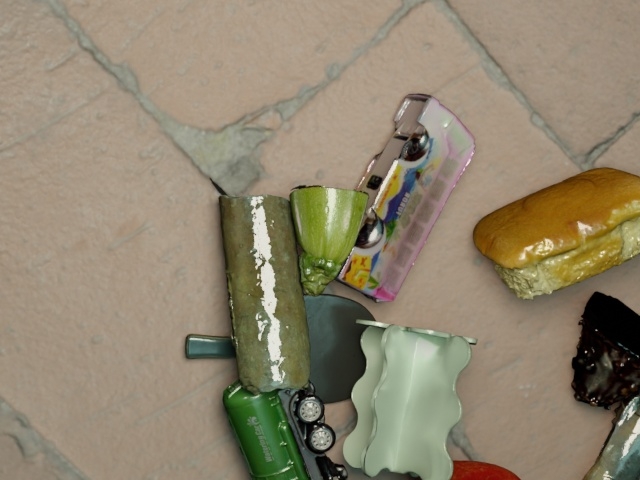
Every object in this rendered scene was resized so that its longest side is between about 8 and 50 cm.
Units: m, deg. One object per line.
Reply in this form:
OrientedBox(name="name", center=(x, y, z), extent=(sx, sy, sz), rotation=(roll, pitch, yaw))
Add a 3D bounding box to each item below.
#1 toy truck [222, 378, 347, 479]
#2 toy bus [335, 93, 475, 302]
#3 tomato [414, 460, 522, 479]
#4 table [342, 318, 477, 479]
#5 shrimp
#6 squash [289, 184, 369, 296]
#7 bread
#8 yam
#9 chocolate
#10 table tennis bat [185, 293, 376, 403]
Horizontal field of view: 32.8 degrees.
OrientedBox(name="toy truck", center=(-0.036, 0.284, 1.438), extent=(0.125, 0.101, 0.242), rotation=(-23, 101, -6))
OrientedBox(name="toy bus", center=(0.102, -0.057, 1.460), extent=(0.112, 0.090, 0.274), rotation=(30, 87, -24))
OrientedBox(name="tomato", center=(0.205, 0.392, 1.487), extent=(0.187, 0.151, 0.187), rotation=(-2, 97, -18))
OrientedBox(name="table", center=(0.112, 0.214, 1.429), extent=(0.167, 0.166, 0.198), rotation=(11, 84, -14))
OrientedBox(name="shrimp", center=(0.484, 0.331, 1.590), extent=(0.178, 0.075, 0.289), rotation=(26, 87, -22))
OrientedBox(name="squash", center=(0.008, 0.003, 1.380), extent=(0.105, 0.105, 0.132), rotation=(6, 78, -14))
OrientedBox(name="bread", center=(0.335, -0.012, 1.477), extent=(0.246, 0.174, 0.121), rotation=(-20, 103, -4))
OrientedBox(name="yam", center=(-0.071, 0.066, 1.404), extent=(0.106, 0.106, 0.259), rotation=(-5, 85, -13))
OrientedBox(name="chocolate", center=(0.406, 0.176, 1.544), extent=(0.156, 0.156, 0.133), rotation=(28, 115, -14))
OrientedBox(name="table tennis bat", center=(-0.047, 0.147, 1.476), extent=(0.274, 0.021, 0.154), rotation=(3, 94, -16))
